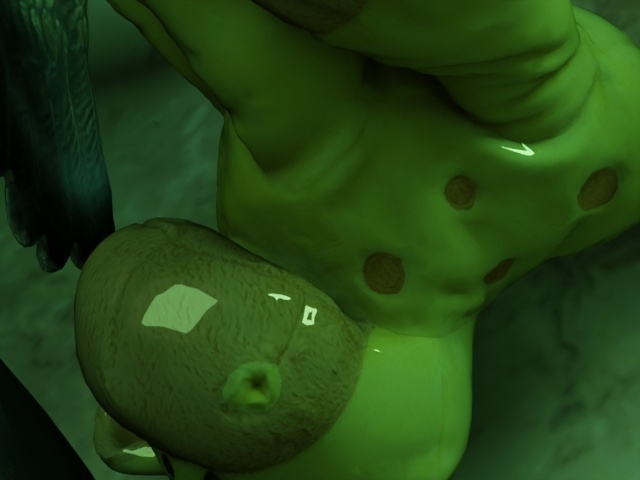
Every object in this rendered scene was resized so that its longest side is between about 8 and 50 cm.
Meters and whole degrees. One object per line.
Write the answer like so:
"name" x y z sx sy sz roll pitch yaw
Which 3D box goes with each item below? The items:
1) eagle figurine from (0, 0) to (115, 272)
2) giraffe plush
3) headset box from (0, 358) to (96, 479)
"eagle figurine" -0.097 -0.133 0.674 0.225 0.226 0.298 25 64 22
"giraffe plush" 0.000 0.000 0.523 0.170 0.210 0.181 -63 22 -2
"headset box" -0.162 0.168 0.483 0.293 0.110 0.218 -25 30 14
